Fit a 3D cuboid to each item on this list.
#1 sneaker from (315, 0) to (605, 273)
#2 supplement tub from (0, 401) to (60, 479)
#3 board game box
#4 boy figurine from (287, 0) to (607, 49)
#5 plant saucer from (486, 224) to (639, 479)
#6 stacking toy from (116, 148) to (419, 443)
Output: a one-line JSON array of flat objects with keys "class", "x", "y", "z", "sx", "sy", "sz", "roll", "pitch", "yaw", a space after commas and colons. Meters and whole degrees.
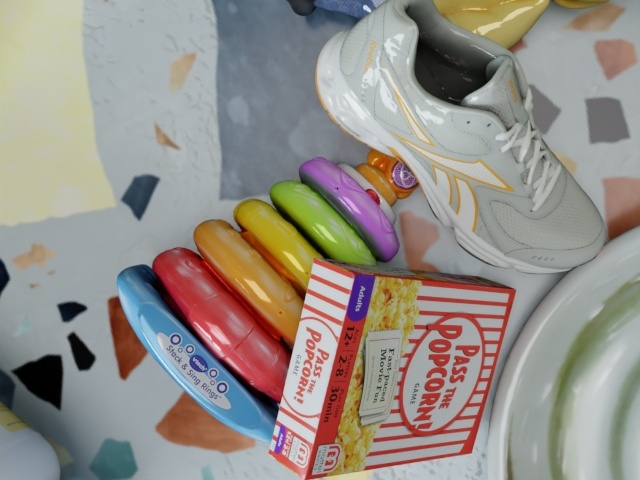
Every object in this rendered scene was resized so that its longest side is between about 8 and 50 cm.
[{"class": "sneaker", "x": 0.120, "y": -0.071, "z": 0.551, "sx": 0.262, "sy": 0.121, "sz": 0.099, "roll": 36, "pitch": 65, "yaw": -12}, {"class": "supplement tub", "x": -0.374, "y": 0.207, "z": 0.630, "sx": 0.331, "sy": 0.241, "sz": 0.241, "roll": 38, "pitch": 99, "yaw": 5}, {"class": "board game box", "x": 0.061, "y": 0.095, "z": 0.586, "sx": 0.045, "sy": 0.194, "sz": 0.146, "roll": 20, "pitch": 100, "yaw": 46}, {"class": "boy figurine", "x": 0.115, "y": -0.215, "z": 0.598, "sx": 0.285, "sy": 0.092, "sz": 0.177, "roll": 7, "pitch": 95, "yaw": 12}, {"class": "plant saucer", "x": 0.316, "y": 0.172, "z": 0.540, "sx": 0.401, "sy": 0.101, "sz": 0.400, "roll": -10, "pitch": 74, "yaw": 39}, {"class": "stacking toy", "x": 0.000, "y": 0.000, "z": 0.619, "sx": 0.302, "sy": 0.166, "sz": 0.175, "roll": -43, "pitch": 96, "yaw": -5}]
